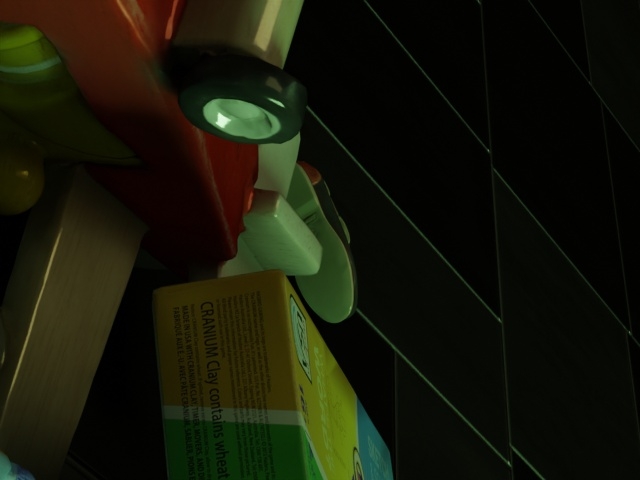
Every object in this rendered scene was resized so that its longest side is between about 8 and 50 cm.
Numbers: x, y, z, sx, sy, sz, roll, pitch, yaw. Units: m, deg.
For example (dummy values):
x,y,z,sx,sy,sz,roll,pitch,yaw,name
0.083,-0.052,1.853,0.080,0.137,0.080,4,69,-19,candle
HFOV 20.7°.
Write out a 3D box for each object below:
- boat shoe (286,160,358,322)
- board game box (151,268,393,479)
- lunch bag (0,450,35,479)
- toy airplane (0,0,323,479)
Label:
x,y,z,sx,sy,sz,roll,pitch,yaw,name
0.000,0.000,1.365,0.043,0.049,0.137,11,54,-63,boat shoe
-0.004,0.182,0.887,0.316,0.064,0.242,63,18,-66,board game box
-0.266,0.154,0.640,0.221,0.138,0.293,49,42,-35,lunch bag
-0.129,-0.071,0.973,0.386,0.272,0.384,-69,169,-68,toy airplane
